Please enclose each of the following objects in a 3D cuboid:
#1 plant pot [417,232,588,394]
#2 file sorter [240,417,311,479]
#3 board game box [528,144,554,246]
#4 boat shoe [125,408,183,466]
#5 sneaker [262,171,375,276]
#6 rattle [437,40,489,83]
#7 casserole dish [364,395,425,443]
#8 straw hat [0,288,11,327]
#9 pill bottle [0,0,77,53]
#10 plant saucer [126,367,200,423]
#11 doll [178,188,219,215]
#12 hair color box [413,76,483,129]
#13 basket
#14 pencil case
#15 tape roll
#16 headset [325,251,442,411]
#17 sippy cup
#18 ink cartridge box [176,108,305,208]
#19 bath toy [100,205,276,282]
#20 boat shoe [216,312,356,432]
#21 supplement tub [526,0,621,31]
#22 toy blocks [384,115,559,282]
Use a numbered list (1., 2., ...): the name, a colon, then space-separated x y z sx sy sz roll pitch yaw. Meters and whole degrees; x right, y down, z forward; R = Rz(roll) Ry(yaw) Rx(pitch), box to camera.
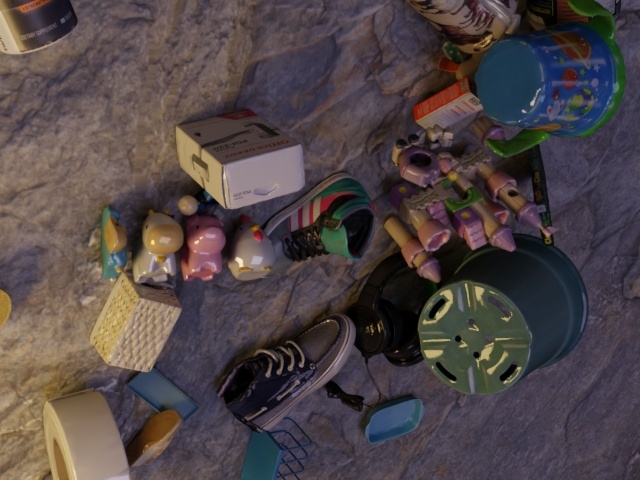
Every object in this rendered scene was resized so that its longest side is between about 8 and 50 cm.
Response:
1. plant pot: 0.397 0.181 1.941 0.334 0.341 0.341 -21 133 -59
2. file sorter: -0.103 0.523 2.043 0.104 0.118 0.170 -3 118 -37
3. board game box: 0.510 -0.123 1.995 0.030 0.260 0.136 -8 132 16
4. boat shoe: -0.352 0.428 1.857 0.170 0.063 0.059 -42 143 15
5. sneaker: 0.000 0.000 1.757 0.295 0.178 0.124 -42 131 -5
6. rattle: 0.332 -0.360 1.865 0.199 0.143 0.130 0 96 -9
7. casserole dish: 0.189 0.466 2.253 0.188 0.037 0.114 -11 122 -27
8. straw hat: -0.614 0.108 1.494 0.144 0.061 0.144 -20 143 -16
9. pill bottle: -0.459 -0.408 1.246 0.130 0.130 0.246 -29 128 -16
10. plant saucer: -0.337 0.333 1.840 0.067 0.018 0.192 -42 132 -5
11. doll: -0.187 -0.092 1.628 0.189 0.129 0.046 -21 88 -34
12. hair color box: 0.274 -0.282 1.810 0.141 0.043 0.072 -25 144 35
13. basket: -0.356 0.162 1.668 0.113 0.103 0.167 19 106 -38
14. pencil case: 0.209 -0.505 1.595 0.410 0.183 0.160 26 100 -41
15. tape roll: -0.449 0.436 1.652 0.100 0.286 0.286 -12 123 -27
16. headset: 0.142 0.213 2.036 0.243 0.185 0.394 25 86 -44
17. sippy cup: 0.430 -0.310 1.667 0.224 0.240 0.305 -10 104 -39
18. ink cartridge box: -0.147 -0.151 1.544 0.158 0.218 0.092 -18 124 -24
19. bath toy: -0.244 0.004 1.644 0.348 0.129 0.151 2 159 -32
20. boat shoe: -0.076 0.278 1.903 0.340 0.127 0.158 -48 139 1
21. supplement tub: 0.519 -0.554 1.763 0.193 0.193 0.316 -26 129 -18
22. toy blocks: 0.320 -0.068 1.823 0.288 0.260 0.309 -24 147 -19
